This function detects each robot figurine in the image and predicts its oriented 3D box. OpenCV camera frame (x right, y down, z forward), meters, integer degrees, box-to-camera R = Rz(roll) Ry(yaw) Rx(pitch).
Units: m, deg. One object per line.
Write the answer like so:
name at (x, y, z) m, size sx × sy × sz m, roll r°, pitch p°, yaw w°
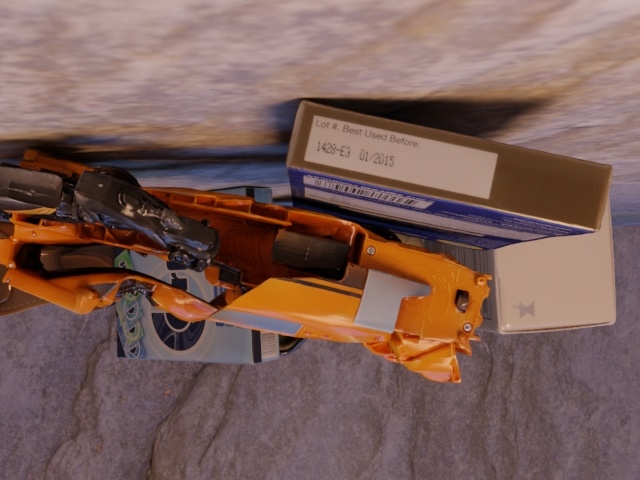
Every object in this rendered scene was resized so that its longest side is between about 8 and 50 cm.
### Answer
robot figurine at (-0.060, 0.014, 0.524) m, size 0.291 × 0.085 × 0.211 m, roll 12°, pitch 176°, yaw -7°

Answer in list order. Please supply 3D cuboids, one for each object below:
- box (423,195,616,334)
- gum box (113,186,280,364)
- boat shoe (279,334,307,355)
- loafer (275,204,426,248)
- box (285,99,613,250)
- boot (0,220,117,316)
box at (0.207, 0.018, 0.960) m, size 0.126 × 0.149 × 0.232 m, roll -3°, pitch 179°, yaw -11°
gum box at (-0.123, 0.035, 0.833) m, size 0.184 × 0.157 × 0.041 m, roll -4°, pitch 178°, yaw 37°
boat shoe at (0.001, 0.035, 0.877) m, size 0.095 × 0.079 × 0.254 m, roll 15°, pitch 143°, yaw -26°
loafer at (0.000, 0.000, 0.982) m, size 0.268 × 0.092 × 0.102 m, roll 13°, pitch 143°, yaw -23°
box at (0.052, -0.026, 0.477) m, size 0.136 × 0.037 × 0.225 m, roll 12°, pitch 176°, yaw -1°
boot at (-0.293, 0.008, 1.020) m, size 0.283 × 0.109 × 0.220 m, roll 1°, pitch -168°, yaw 18°
